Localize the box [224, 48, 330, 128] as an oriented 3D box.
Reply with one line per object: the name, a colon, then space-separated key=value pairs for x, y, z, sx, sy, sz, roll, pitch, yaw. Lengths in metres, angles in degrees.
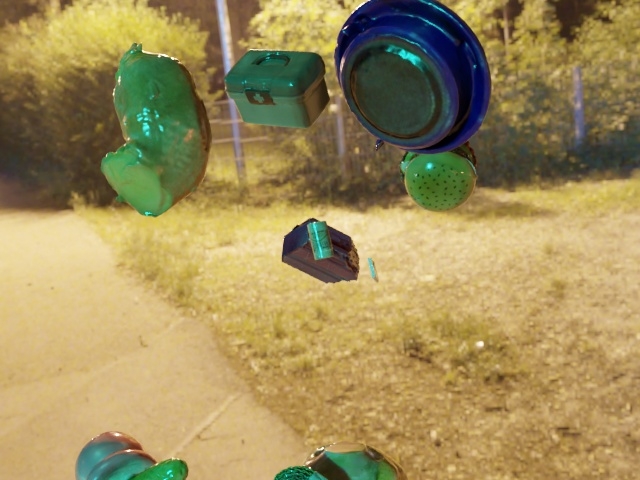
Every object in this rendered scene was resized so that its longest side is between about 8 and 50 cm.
box: x=-0.091 y=-0.333 z=1.752 sx=0.210 sy=0.129 sz=0.148 roll=10 pitch=50 yaw=30

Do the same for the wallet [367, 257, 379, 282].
wallet: x=0.106 y=0.060 z=1.610 sx=0.011 sy=0.044 sz=0.083 roll=-14 pitch=-12 yaw=8

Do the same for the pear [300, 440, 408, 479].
pear: x=0.071 y=0.586 z=1.833 sx=0.271 sy=0.271 sz=0.271 roll=-7 pitch=12 yaw=1

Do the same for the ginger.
ginger: x=-0.239 y=-0.168 z=1.186 sx=0.152 sy=0.267 sz=0.138 roll=4 pitch=-18 yaw=-24

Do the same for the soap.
soap: x=0.014 y=0.046 z=2.421 sx=0.250 sy=0.099 sz=0.162 roll=28 pitch=-43 yaw=-30

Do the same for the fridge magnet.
fridge magnet: x=0.134 y=-0.247 z=1.234 sx=0.265 sy=0.265 sz=0.113 roll=2 pitch=36 yaw=37

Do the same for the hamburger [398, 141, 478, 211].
hamburger: x=0.248 y=-0.134 z=1.678 sx=0.175 sy=0.175 sz=0.137 roll=-5 pitch=31 yaw=9

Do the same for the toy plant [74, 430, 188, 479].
toy plant: x=-0.491 y=0.624 z=2.064 sx=0.210 sy=0.317 sz=0.356 roll=21 pitch=5 yaw=-31

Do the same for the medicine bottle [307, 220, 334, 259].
medicine bottle: x=0.000 y=0.000 z=1.819 sx=0.047 sy=0.083 sz=0.047 roll=-12 pitch=-2 yaw=0

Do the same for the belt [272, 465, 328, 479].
belt: x=-0.034 y=0.537 z=1.684 sx=0.151 sy=0.079 sz=0.121 roll=13 pitch=62 yaw=19
